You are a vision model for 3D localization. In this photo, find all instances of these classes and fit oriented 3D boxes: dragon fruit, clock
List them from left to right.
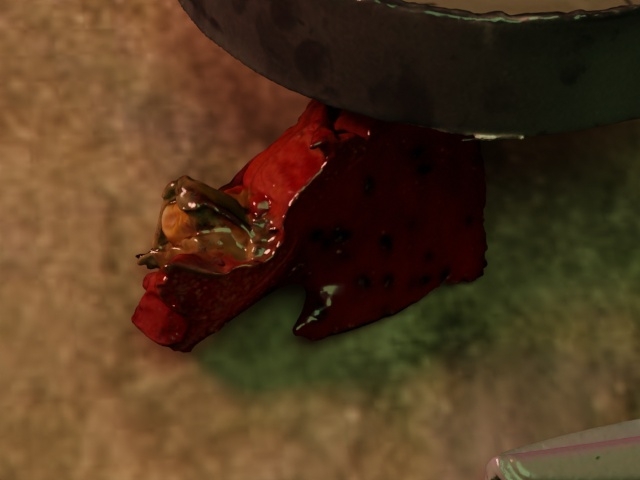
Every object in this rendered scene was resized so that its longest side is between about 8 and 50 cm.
[{"bbox_3d":[-0.012,-0.009,0.739,0.192,0.122,0.092,-34,37,-19],"label":"dragon fruit"},{"bbox_3d":[0.075,-0.166,0.751,0.312,0.061,0.313,2,41,-2],"label":"clock"}]

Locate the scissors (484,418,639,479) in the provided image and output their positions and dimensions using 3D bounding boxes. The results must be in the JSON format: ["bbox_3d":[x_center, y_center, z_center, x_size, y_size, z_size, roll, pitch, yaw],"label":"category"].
[{"bbox_3d":[0.202,0.100,0.738,0.256,0.030,0.125,-4,65,-15],"label":"scissors"}]
